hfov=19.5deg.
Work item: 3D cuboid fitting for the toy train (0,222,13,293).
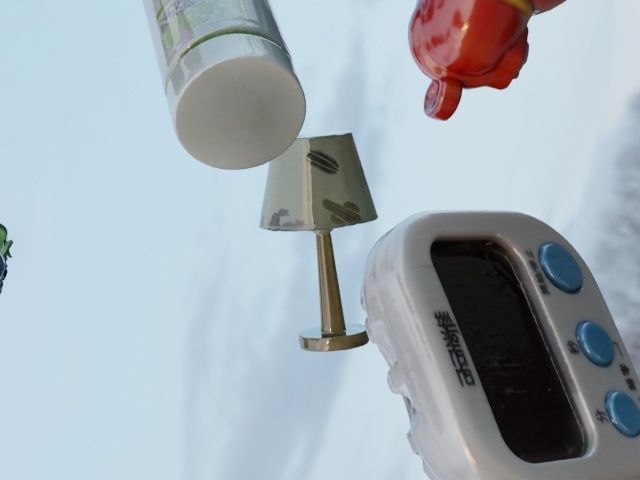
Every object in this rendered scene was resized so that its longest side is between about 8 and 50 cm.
[{"bbox_3d":[-0.407,0.060,1.755,0.132,0.188,0.243,133,159,-77],"label":"toy train"}]

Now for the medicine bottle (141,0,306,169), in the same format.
[{"bbox_3d":[-0.067,-0.131,1.214,0.183,0.086,0.086,-108,18,-52],"label":"medicine bottle"}]

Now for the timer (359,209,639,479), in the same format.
[{"bbox_3d":[0.149,0.099,1.505,0.237,0.262,0.087,-1,-28,-40],"label":"timer"}]

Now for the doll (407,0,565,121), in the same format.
[{"bbox_3d":[0.145,-0.267,1.491,0.182,0.160,0.363,171,116,-73],"label":"doll"}]

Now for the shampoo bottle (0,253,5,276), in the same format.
[{"bbox_3d":[-0.274,-0.010,1.255,0.050,0.087,0.183,-96,-11,-47],"label":"shampoo bottle"}]

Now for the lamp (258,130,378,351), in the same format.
[{"bbox_3d":[0.000,0.000,1.854,0.121,0.121,0.214,-31,-64,-72],"label":"lamp"}]
